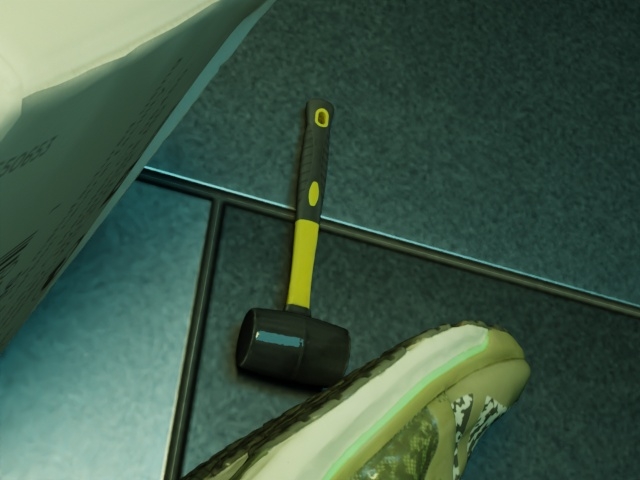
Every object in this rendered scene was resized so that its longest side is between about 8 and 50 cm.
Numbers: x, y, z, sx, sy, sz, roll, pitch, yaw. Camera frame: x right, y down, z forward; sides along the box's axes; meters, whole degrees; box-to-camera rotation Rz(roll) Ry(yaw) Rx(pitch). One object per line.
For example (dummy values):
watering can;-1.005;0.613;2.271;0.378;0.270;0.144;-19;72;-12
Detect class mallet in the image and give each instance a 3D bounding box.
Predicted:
mallet;0.000;0.000;0.832;0.062;0.039;0.189;21;58;-12

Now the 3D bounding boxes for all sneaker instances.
sneaker;0.001;0.181;0.661;0.410;0.158;0.182;-33;90;-48

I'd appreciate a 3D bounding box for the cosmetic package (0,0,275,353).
cosmetic package;-0.279;-0.090;0.514;0.394;0.329;0.327;40;21;-3
